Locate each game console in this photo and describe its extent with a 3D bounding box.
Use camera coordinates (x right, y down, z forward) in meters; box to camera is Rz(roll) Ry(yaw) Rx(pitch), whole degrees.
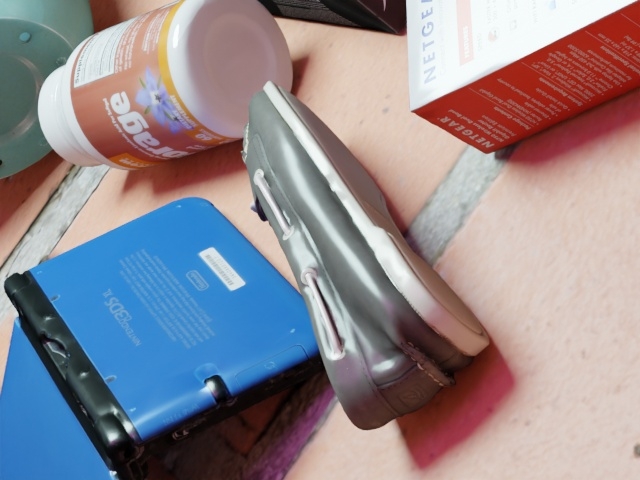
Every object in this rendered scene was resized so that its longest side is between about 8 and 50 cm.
[{"bbox_3d":[-0.128,0.129,1.386,0.250,0.173,0.293,-25,30,-13],"label":"game console"}]

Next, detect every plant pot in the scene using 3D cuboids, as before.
[{"bbox_3d":[-0.341,-0.191,1.744,0.293,0.293,0.235,-46,48,14],"label":"plant pot"}]

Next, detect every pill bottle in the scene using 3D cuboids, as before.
[{"bbox_3d":[-0.133,-0.124,1.541,0.216,0.121,0.121,-14,50,47],"label":"pill bottle"}]

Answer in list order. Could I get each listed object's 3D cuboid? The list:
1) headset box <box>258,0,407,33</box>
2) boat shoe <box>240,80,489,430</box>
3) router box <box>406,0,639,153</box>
[{"bbox_3d":[0.042,-0.322,1.507,0.218,0.110,0.293,17,75,56],"label":"headset box"},{"bbox_3d":[0.000,0.000,1.260,0.095,0.112,0.335,-44,36,8],"label":"boat shoe"},{"bbox_3d":[0.190,-0.264,1.223,0.301,0.082,0.335,-24,55,39],"label":"router box"}]
